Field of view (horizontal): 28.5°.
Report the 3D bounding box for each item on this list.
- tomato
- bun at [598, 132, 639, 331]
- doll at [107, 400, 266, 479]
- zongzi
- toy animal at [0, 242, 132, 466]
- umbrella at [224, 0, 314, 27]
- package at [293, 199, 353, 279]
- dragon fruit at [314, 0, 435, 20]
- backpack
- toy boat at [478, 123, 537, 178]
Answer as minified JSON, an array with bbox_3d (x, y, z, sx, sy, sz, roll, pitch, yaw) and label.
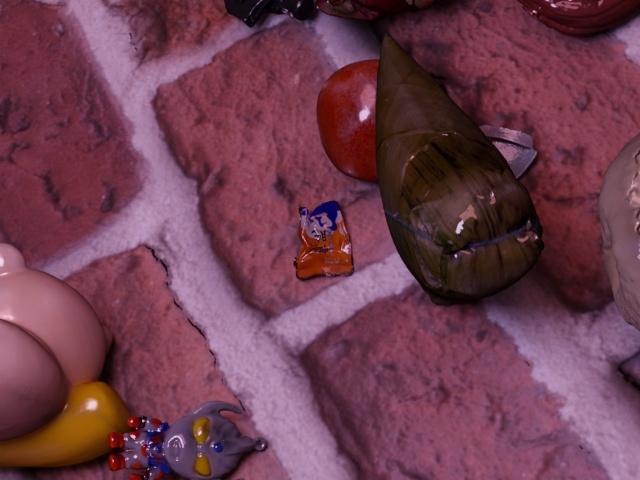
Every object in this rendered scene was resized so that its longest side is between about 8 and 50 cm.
[{"bbox_3d":[0.073,-0.163,1.681,0.167,0.167,0.167,-7,59,12],"label":"tomato"},{"bbox_3d":[0.485,0.008,1.433,0.359,0.211,0.360,-1,62,3],"label":"bun"},{"bbox_3d":[-0.161,0.251,1.534,0.194,0.062,0.104,0,63,-17],"label":"doll"},{"bbox_3d":[0.140,-0.107,1.462,0.160,0.323,0.360,-16,85,-4],"label":"zongzi"},{"bbox_3d":[-0.409,0.138,1.551,0.277,0.345,0.247,-15,61,25],"label":"toy animal"},{"bbox_3d":[-0.115,-0.403,1.900,0.122,0.110,0.272,-22,50,-40],"label":"umbrella"},{"bbox_3d":[0.001,0.000,1.677,0.077,0.033,0.111,-3,72,-12],"label":"package"},{"bbox_3d":[0.082,-0.468,1.760,0.329,0.329,0.329,-7,59,12],"label":"dragon fruit"},{"bbox_3d":[0.358,-0.382,1.736,0.229,0.139,0.229,1,69,-2],"label":"backpack"},{"bbox_3d":[0.230,-0.090,1.668,0.096,0.034,0.122,14,74,23],"label":"toy boat"}]
